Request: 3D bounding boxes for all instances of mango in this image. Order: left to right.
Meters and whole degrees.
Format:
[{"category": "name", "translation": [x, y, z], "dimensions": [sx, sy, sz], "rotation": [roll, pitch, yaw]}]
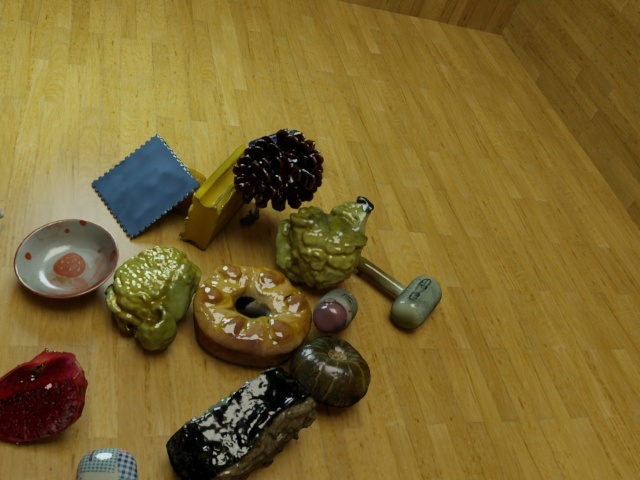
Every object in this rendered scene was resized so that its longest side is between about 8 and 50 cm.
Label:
[{"category": "mango", "translation": [-0.475, -0.173, 2.030], "dimensions": [0.254, 0.113, 0.138], "rotation": [14, 85, 14]}]

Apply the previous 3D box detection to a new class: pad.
[{"category": "pad", "translation": [-0.536, -0.170, 1.972], "dimensions": [0.270, 0.012, 0.269], "rotation": [-37, 65, -5]}]

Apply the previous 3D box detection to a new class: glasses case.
[{"category": "glasses case", "translation": [-0.434, 0.582, 1.321], "dimensions": [0.125, 0.076, 0.327], "rotation": [3, 46, -23]}]

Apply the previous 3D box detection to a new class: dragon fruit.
[{"category": "dragon fruit", "translation": [-0.612, 0.334, 1.449], "dimensions": [0.262, 0.134, 0.211], "rotation": [-16, 29, 9]}]

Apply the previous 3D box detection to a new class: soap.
[{"category": "soap", "translation": [-0.303, -0.136, 2.011], "dimensions": [0.096, 0.204, 0.324], "rotation": [30, 43, 2]}]

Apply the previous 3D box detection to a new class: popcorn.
[{"category": "popcorn", "translation": [-0.451, 0.140, 1.699], "dimensions": [0.226, 0.173, 0.285], "rotation": [12, 52, 9]}, {"category": "popcorn", "translation": [-0.003, 0.006, 1.976], "dimensions": [0.293, 0.237, 0.292], "rotation": [12, 48, -14]}]

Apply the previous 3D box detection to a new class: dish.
[{"category": "dish", "translation": [-0.667, 0.067, 1.717], "dimensions": [0.261, 0.085, 0.260], "rotation": [5, 51, -6]}]

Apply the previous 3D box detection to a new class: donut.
[{"category": "donut", "translation": [-0.190, 0.205, 1.756], "dimensions": [0.317, 0.150, 0.299], "rotation": [40, 45, 15]}]

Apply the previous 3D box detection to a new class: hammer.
[{"category": "hammer", "translation": [0.222, 0.142, 2.046], "dimensions": [0.306, 0.113, 0.202], "rotation": [33, 40, 17]}]

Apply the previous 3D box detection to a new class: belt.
[{"category": "belt", "translation": [-0.158, -0.316, 2.325], "dimensions": [0.218, 0.128, 0.122], "rotation": [-24, 31, -38]}]

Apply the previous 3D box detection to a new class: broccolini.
[{"category": "broccolini", "translation": [-0.222, -0.108, 2.150], "dimensions": [0.052, 0.054, 0.194], "rotation": [45, 29, -23]}]

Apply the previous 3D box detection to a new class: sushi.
[{"category": "sushi", "translation": [-0.177, 0.443, 1.488], "dimensions": [0.350, 0.210, 0.170], "rotation": [-28, 67, -35]}]

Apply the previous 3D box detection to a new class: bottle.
[{"category": "bottle", "translation": [0.038, 0.202, 1.814], "dimensions": [0.110, 0.109, 0.233], "rotation": [31, 8, 8]}]

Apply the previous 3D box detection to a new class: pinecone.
[{"category": "pinecone", "translation": [-0.129, -0.200, 1.906], "dimensions": [0.246, 0.246, 0.292], "rotation": [41, 35, 17]}]

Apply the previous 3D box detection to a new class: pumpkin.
[{"category": "pumpkin", "translation": [0.027, 0.355, 1.708], "dimensions": [0.219, 0.162, 0.219], "rotation": [19, 17, -6]}]

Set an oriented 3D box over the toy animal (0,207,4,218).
[{"category": "toy animal", "translation": [-1.006, -0.074, 1.702], "dimensions": [0.283, 0.138, 0.140], "rotation": [30, 46, -29]}]
